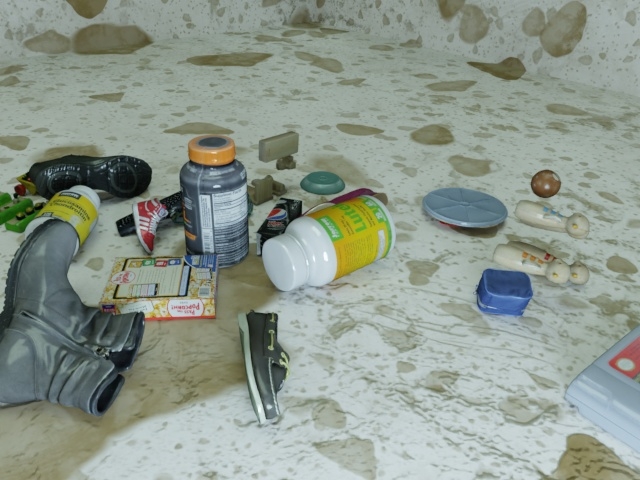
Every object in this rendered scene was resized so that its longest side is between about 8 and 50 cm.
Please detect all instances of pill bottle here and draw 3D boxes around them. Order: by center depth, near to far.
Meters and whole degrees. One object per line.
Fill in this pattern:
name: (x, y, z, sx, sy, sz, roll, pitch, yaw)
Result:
pill bottle: (0.016, 0.008, 1.100, 0.245, 0.136, 0.136, -22, 38, -35)
pill bottle: (-0.207, -0.079, 1.123, 0.130, 0.246, 0.130, 2, 30, -1)
pill bottle: (-0.521, -0.042, 1.176, 0.103, 0.103, 0.184, 2, 31, -2)

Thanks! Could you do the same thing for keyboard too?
keyboard: (-0.359, -0.074, 1.252, 0.192, 0.038, 0.100, -29, 37, -12)

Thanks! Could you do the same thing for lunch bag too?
lunch bag: (0.330, 0.098, 1.043, 0.098, 0.065, 0.067, 7, 45, 5)

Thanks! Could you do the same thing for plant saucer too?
plant saucer: (0.006, -0.154, 1.487, 0.119, 0.021, 0.119, 1, 31, -1)

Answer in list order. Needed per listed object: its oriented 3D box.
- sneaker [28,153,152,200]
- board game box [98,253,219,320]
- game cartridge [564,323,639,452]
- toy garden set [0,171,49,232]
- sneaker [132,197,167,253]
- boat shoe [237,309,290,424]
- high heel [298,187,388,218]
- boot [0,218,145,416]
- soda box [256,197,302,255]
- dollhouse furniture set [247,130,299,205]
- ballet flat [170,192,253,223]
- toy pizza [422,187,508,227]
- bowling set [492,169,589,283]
sneaker: (-0.537, -0.163, 1.344, 0.286, 0.109, 0.130, -6, 26, -46)
board game box: (-0.286, 0.083, 1.040, 0.193, 0.045, 0.147, -1, 31, -6)
game cartridge: (0.536, 0.221, 0.863, 0.294, 0.060, 0.196, -21, 42, -34)
toy garden set: (-0.655, -0.094, 1.308, 0.244, 0.049, 0.204, 13, 32, 17)
sneaker: (-0.347, -0.035, 1.184, 0.067, 0.042, 0.118, -19, 70, -1)
boat shoe: (-0.081, 0.178, 0.858, 0.068, 0.081, 0.228, -8, 29, -10)
high heel: (0.029, -0.065, 1.305, 0.244, 0.082, 0.117, -27, 16, -24)
boot: (-0.380, 0.114, 0.901, 0.222, 0.118, 0.338, 4, 51, -1)
soda box: (-0.086, -0.030, 1.232, 0.053, 0.060, 0.169, 8, 31, 11)
dollhouse furniture set: (-0.149, -0.195, 1.418, 0.123, 0.151, 0.144, 25, 35, 33)
ballet flat: (-0.248, -0.082, 1.304, 0.188, 0.070, 0.070, -9, 32, -18)
toy pizza: (0.343, -0.073, 1.365, 0.201, 0.032, 0.201, 2, 29, -1)
bowling set: (0.434, -0.021, 1.041, 0.154, 0.200, 0.287, 21, 10, 25)
